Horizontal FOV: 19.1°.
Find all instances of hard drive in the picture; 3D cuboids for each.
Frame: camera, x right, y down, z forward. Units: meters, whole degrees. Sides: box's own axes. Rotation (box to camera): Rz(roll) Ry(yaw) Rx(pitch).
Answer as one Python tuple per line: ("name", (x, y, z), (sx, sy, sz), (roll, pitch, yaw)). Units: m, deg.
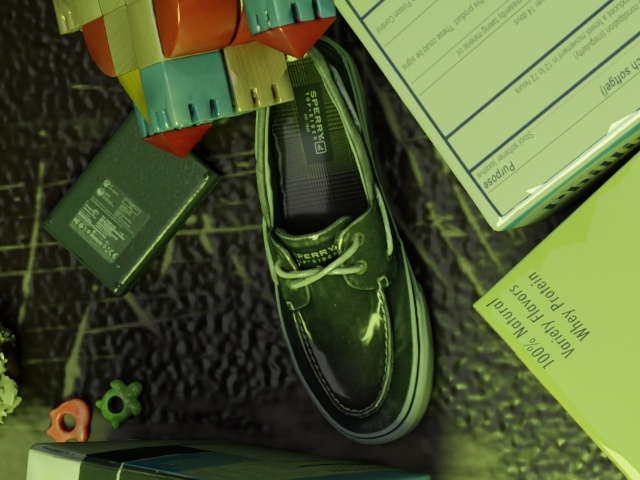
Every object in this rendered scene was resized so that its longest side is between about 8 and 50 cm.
("hard drive", (-0.158, -0.035, 1.594), (0.094, 0.022, 0.135), (42, 101, 12))

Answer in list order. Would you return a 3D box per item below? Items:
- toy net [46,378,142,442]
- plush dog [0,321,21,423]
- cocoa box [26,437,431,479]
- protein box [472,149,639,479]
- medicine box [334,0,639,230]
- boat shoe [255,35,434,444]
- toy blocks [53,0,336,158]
("toy net", (-0.233, 0.213, 1.603), (0.232, 0.045, 0.122), (-29, 82, 14))
("plush dog", (-0.397, 0.062, 1.556), (0.210, 0.225, 0.262), (-24, 83, 14))
("cocoa box", (-0.078, 0.333, 1.432), (0.228, 0.231, 0.347), (5, 90, 36))
("protein box", (0.262, 0.052, 1.413), (0.201, 0.136, 0.200), (-44, 80, 11))
("medicine box", (0.171, -0.201, 1.402), (0.263, 0.149, 0.289), (-40, 80, 29))
("boat shoe", (0.000, 0.000, 1.497), (0.121, 0.119, 0.335), (-16, 85, 15))
("toy blocks", (-0.105, -0.197, 1.428), (0.191, 0.381, 0.261), (-14, 92, -27))
